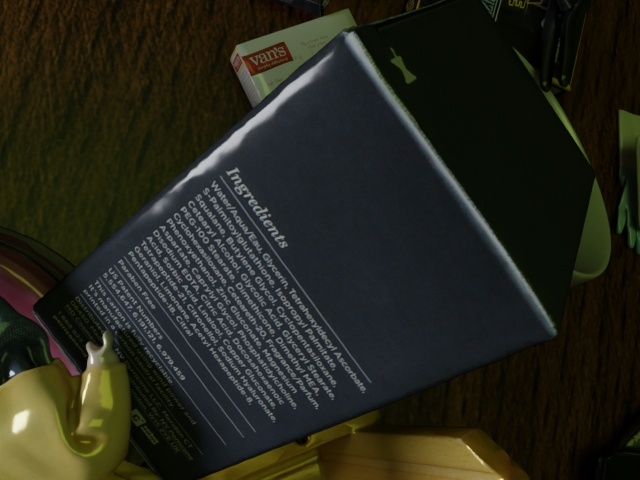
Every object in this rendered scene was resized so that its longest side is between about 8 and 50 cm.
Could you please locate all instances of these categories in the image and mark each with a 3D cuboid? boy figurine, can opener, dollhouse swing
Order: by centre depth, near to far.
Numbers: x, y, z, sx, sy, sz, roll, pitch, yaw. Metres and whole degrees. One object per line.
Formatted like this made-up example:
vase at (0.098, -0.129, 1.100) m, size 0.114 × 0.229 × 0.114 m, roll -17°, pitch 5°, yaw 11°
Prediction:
boy figurine at (-0.219, 0.143, 0.508) m, size 0.177 × 0.092 × 0.285 m, roll -38°, pitch 97°, yaw 8°
dollhouse swing at (0.021, 0.360, 0.613) m, size 0.315 × 0.305 × 0.347 m, roll -16°, pitch 88°, yaw -20°
can opener at (0.322, -0.283, 0.858) m, size 0.073 × 0.059 × 0.186 m, roll 23°, pitch 73°, yaw -32°

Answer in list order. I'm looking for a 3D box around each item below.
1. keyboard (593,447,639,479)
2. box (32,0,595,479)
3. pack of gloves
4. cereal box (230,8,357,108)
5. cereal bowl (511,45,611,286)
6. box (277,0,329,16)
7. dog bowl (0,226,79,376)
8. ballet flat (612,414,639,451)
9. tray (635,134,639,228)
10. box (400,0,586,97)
keyboard at (0.443, 0.447, 0.864) m, size 0.201 × 0.033 × 0.317 m, roll 10°, pitch 88°, yaw -10°
box at (0.000, 0.000, 0.562) m, size 0.212 × 0.395 × 0.293 m, roll 54°, pitch 36°, yaw -4°
pack of gloves at (0.557, -0.082, 0.996) m, size 0.195 × 0.046 × 0.232 m, roll 11°, pitch 78°, yaw -18°
cereal box at (0.011, -0.163, 0.821) m, size 0.173 × 0.047 × 0.240 m, roll -26°, pitch 91°, yaw -22°
cereal bowl at (0.217, -0.084, 0.799) m, size 0.339 × 0.141 × 0.339 m, roll 26°, pitch 50°, yaw -35°
box at (-0.019, -0.382, 0.833) m, size 0.116 × 0.029 × 0.162 m, roll 22°, pitch 73°, yaw 9°
dog bowl at (-0.380, 0.167, 0.587) m, size 0.407 × 0.150 × 0.408 m, roll 3°, pitch 82°, yaw -18°
ballet flat at (0.509, 0.259, 0.929) m, size 0.250 × 0.058 × 0.084 m, roll -40°, pitch 100°, yaw -14°
tray at (0.607, -0.097, 0.983) m, size 0.270 × 0.030 × 0.145 m, roll -6°, pitch 93°, yaw -18°
box at (0.273, -0.398, 0.931) m, size 0.257 × 0.079 × 0.322 m, roll 20°, pitch 76°, yaw -13°
